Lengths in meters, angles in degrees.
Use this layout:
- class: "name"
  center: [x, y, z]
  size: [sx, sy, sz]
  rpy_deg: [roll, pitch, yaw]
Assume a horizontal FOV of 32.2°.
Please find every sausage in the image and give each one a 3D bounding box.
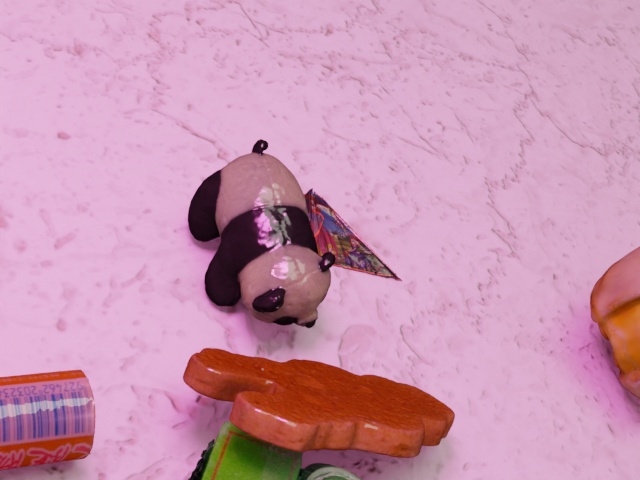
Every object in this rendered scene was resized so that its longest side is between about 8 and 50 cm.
- class: "sausage"
  center: [-0.377, 0.182, 1.051]
  size: [0.312, 0.093, 0.093]
  rpy_deg: [-3, 52, -29]

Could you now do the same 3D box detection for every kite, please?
- class: "kite"
  center: [0.000, 0.000, 1.466]
  size: [0.241, 0.014, 0.183]
  rpy_deg: [19, 46, -13]

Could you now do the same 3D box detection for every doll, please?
- class: "doll"
  center: [-0.068, 0.002, 1.338]
  size: [0.143, 0.135, 0.234]
  rpy_deg: [-5, 62, -24]

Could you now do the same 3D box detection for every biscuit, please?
- class: "biscuit"
  center: [0.011, 0.182, 1.206]
  size: [0.334, 0.047, 0.202]
  rpy_deg: [11, 12, -42]

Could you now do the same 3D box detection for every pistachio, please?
- class: "pistachio"
  center: [0.497, 0.094, 1.480]
  size: [0.309, 0.230, 0.230]
  rpy_deg: [-15, 59, -37]

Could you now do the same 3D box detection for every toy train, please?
- class: "toy train"
  center: [-0.056, 0.304, 1.079]
  size: [0.188, 0.132, 0.243]
  rpy_deg: [20, 42, -3]
